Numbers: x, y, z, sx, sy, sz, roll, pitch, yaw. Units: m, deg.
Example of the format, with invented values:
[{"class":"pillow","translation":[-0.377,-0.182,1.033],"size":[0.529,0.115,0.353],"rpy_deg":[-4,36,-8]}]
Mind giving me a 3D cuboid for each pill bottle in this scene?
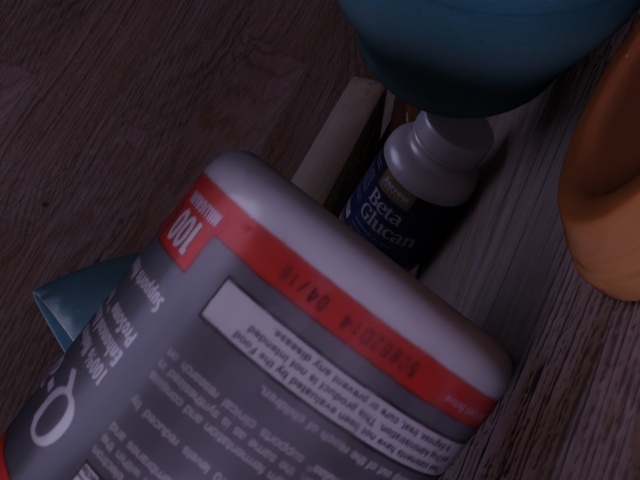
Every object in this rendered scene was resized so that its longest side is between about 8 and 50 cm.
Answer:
[{"class":"pill bottle","translation":[-0.078,0.148,0.479],"size":[0.363,0.210,0.210],"rpy_deg":[-52,5,1]},{"class":"pill bottle","translation":[0.090,-0.051,0.787],"size":[0.169,0.094,0.094],"rpy_deg":[-59,6,44]}]

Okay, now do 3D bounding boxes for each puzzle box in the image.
[{"class":"puzzle box","translation":[0.000,0.000,1.072],"size":[0.409,0.052,0.272],"rpy_deg":[-64,-17,-48]}]

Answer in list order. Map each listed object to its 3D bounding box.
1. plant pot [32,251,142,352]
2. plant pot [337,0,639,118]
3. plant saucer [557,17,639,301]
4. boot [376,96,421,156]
[{"class":"plant pot","translation":[-0.103,0.119,0.781],"size":[0.195,0.290,0.290],"rpy_deg":[-34,-6,-21]},{"class":"plant pot","translation":[0.116,-0.221,0.592],"size":[0.255,0.272,0.271],"rpy_deg":[88,-154,-70]},{"class":"plant saucer","translation":[0.169,-0.068,0.385],"size":[0.200,0.037,0.200],"rpy_deg":[-62,5,10]},{"class":"boot","translation":[0.160,-0.231,1.038],"size":[0.264,0.096,0.280],"rpy_deg":[-64,6,-17]}]
